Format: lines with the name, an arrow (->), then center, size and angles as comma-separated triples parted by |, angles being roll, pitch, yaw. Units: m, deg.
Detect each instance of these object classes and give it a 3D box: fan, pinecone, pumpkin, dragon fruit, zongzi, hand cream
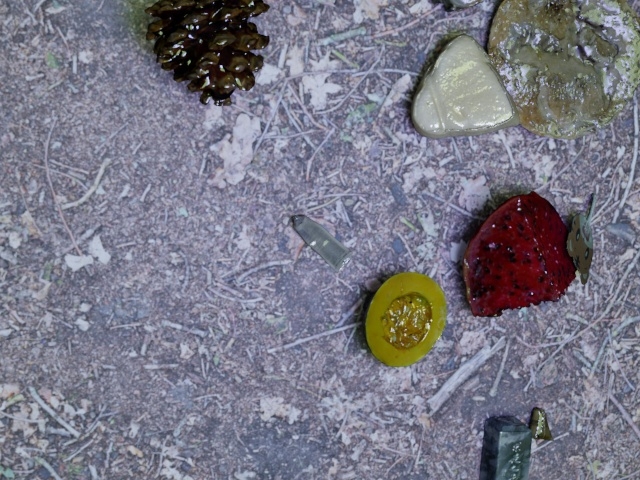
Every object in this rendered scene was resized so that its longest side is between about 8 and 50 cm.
fan -> 0.613, -0.021, 1.936 | 0.152, 0.008, 0.227 | 53, 50, -36
pinecone -> -0.208, -0.400, 1.634 | 0.243, 0.243, 0.257 | -41, 135, -6
pumpkin -> 0.170, 0.171, 1.868 | 0.217, 0.110, 0.217 | -3, 96, -26
dragon fruit -> 0.486, 0.064, 1.878 | 0.330, 0.240, 0.302 | 0, 135, -42
zongzi -> 0.544, 0.445, 2.028 | 0.083, 0.040, 0.076 | 14, 87, -27
hand cream -> 0.000, 0.000, 1.837 | 0.165, 0.037, 0.057 | 42, 86, -23

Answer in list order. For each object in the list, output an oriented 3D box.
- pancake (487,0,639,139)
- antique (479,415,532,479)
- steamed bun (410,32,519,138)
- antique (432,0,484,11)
pancake -> 0.548, -0.413, 1.888 | 0.387, 0.082, 0.387 | -1, 97, -11
antique -> 0.438, 0.511, 1.982 | 0.088, 0.086, 0.183 | 2, 97, -15
steamed bun -> 0.292, -0.309, 1.828 | 0.212, 0.110, 0.231 | -26, 82, 5
antique -> 0.369, -0.593, 1.800 | 0.284, 0.150, 0.125 | -25, 104, -1
